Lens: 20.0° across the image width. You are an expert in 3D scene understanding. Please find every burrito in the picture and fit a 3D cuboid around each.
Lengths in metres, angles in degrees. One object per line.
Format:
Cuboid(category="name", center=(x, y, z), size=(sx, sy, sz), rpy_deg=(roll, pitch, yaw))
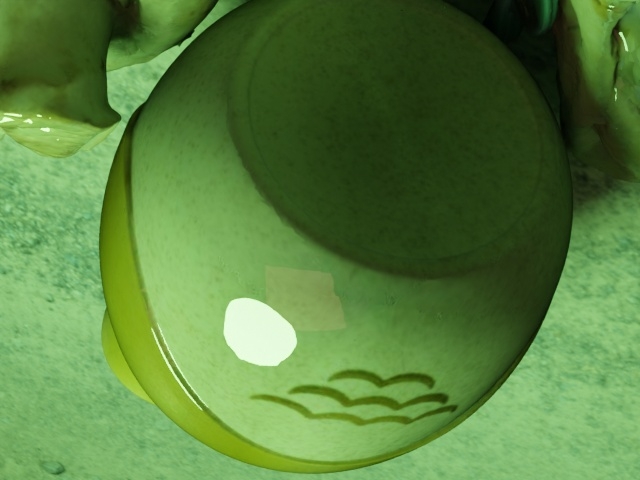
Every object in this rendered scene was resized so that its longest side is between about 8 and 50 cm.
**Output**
Cuboid(category="burrito", center=(0.275, -0.138, 1.519), size=(0.190, 0.135, 0.332), rpy_deg=(9, 144, 17))

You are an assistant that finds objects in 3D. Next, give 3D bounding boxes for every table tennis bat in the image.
Cuboid(category="table tennis bat", center=(0.166, -0.217, 1.523), size=(0.033, 0.124, 0.201), rpy_deg=(-15, 163, -8))

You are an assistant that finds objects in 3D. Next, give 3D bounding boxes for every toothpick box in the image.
Cuboid(category="toothpick box", center=(0.000, 0.000, 1.636), size=(0.409, 0.409, 0.425), rpy_deg=(27, 146, -3))

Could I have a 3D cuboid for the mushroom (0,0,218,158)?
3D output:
Cuboid(category="mushroom", center=(-0.222, -0.222, 1.517), size=(0.297, 0.290, 0.297), rpy_deg=(4, 155, 2))
